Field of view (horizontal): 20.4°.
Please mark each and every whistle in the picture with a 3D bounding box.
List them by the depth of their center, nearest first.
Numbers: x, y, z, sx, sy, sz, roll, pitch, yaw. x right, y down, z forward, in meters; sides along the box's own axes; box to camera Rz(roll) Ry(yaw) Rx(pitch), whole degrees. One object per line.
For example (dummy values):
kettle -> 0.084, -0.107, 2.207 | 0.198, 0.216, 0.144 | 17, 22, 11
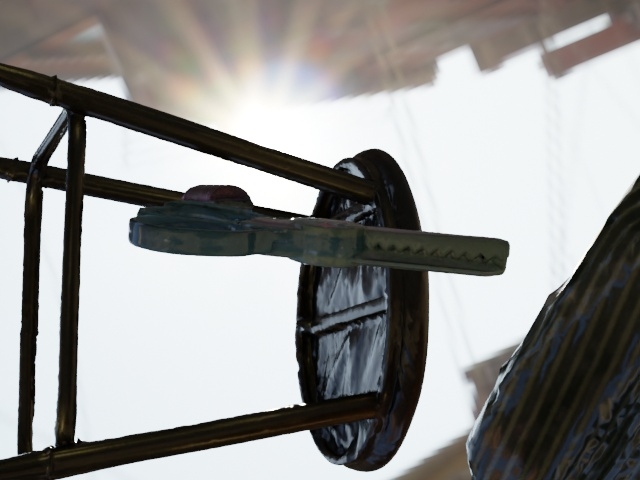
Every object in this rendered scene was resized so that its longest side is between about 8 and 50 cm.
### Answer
whistle -> -0.090, -0.032, 1.509 | 0.033, 0.033, 0.176 | 64, 169, -8

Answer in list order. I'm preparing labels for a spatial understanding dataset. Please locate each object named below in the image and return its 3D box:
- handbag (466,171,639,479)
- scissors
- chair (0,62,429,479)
handbag -> 0.247, 0.056, 0.760 | 0.247, 0.340, 0.240 | 20, -157, -46
scissors -> 0.000, 0.000, 1.204 | 0.125, 0.256, 0.030 | -92, 8, -81
chair -> -0.139, 0.062, 1.607 | 0.410, 0.364, 0.361 | 3, -101, -16
